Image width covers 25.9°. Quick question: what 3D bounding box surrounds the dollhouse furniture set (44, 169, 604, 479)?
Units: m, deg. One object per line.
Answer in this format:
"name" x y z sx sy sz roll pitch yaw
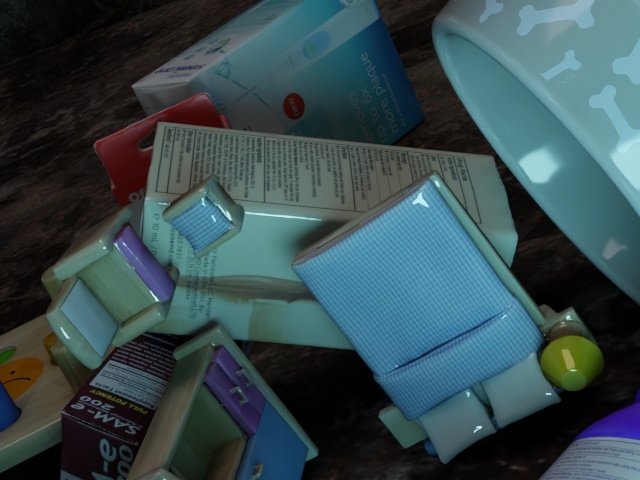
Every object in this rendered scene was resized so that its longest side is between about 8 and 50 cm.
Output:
"dollhouse furniture set" 0.005 0.074 0.965 0.303 0.286 0.198 -30 19 20

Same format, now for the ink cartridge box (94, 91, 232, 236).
"ink cartridge box" -0.126 -0.036 1.437 0.134 0.231 0.078 -25 21 1

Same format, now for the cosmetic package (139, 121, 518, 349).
"cosmetic package" 0.000 0.000 1.166 0.296 0.129 0.153 6 29 -4

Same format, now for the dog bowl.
"dog bowl" 0.215 -0.075 1.035 0.102 0.349 0.349 -40 22 -2

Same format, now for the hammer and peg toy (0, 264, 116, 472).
"hammer and peg toy" -0.349 0.178 1.332 0.361 0.127 0.266 -27 23 -5

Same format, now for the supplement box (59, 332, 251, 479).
"supplement box" -0.133 0.132 1.180 0.073 0.130 0.239 20 37 13

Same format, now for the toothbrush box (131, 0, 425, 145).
"toothbrush box" -0.044 -0.165 1.671 0.295 0.216 0.126 -37 24 -30

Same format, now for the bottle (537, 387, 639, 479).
"bottle" 0.191 0.158 0.831 0.283 0.092 0.118 -40 22 -33
